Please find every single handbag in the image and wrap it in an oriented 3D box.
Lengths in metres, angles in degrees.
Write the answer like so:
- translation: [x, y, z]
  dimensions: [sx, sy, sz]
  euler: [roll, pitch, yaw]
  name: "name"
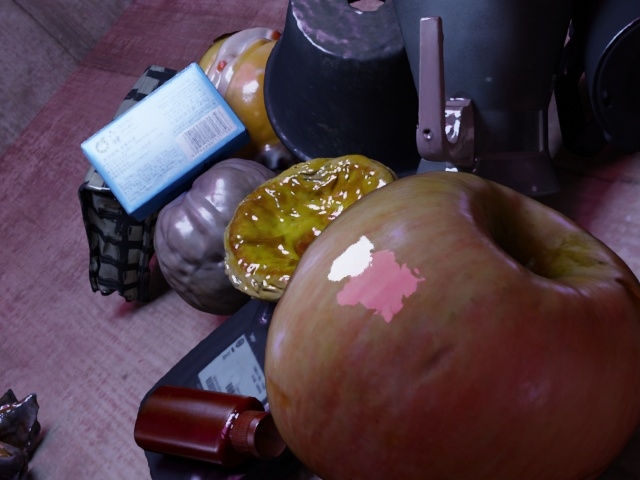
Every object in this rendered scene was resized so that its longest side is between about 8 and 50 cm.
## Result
- translation: [-0.317, -0.091, 2.286]
  dimensions: [0.327, 0.162, 0.325]
  euler: [106, -177, -50]
  name: "handbag"

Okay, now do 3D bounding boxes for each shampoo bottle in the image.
- translation: [-0.146, 0.248, 1.694]
  dimensions: [0.260, 0.064, 0.102]
  euler: [-2, 52, 49]
  name: "shampoo bottle"

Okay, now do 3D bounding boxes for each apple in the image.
- translation: [0.137, 0.123, 1.336]
  dimensions: [0.346, 0.391, 0.391]
  euler: [-60, 24, 22]
  name: "apple"

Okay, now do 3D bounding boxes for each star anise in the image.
- translation: [-0.602, 0.403, 2.229]
  dimensions: [0.332, 0.117, 0.332]
  euler: [-38, 21, 18]
  name: "star anise"

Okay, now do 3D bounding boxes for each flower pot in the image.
- translation: [0.079, -0.286, 1.884]
  dimensions: [0.379, 0.251, 0.379]
  euler: [-3, 67, 6]
  name: "flower pot"

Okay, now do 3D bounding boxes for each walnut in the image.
- translation: [-0.138, -0.002, 2.003]
  dimensions: [0.248, 0.248, 0.248]
  euler: [-33, 32, 23]
  name: "walnut"

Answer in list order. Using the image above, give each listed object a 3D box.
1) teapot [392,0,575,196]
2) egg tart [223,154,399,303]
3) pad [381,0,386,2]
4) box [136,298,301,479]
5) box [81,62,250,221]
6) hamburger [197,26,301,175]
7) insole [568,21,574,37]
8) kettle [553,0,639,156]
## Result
- translation: [0.203, -0.229, 1.625]
  dimensions: [0.253, 0.344, 0.300]
  euler: [1, 8, 31]
  name: "teapot"
- translation: [0.000, 0.000, 1.814]
  dimensions: [0.295, 0.116, 0.295]
  euler: [-15, 40, 13]
  name: "egg tart"
- translation: [0.208, -0.381, 2.073]
  dimensions: [0.235, 0.158, 0.003]
  euler: [10, 84, 65]
  name: "pad"
- translation: [-0.105, 0.229, 1.815]
  dimensions: [0.350, 0.091, 0.359]
  euler: [-43, 31, 7]
  name: "box"
- translation: [-0.246, -0.157, 2.031]
  dimensions: [0.232, 0.142, 0.083]
  euler: [-37, -10, -1]
  name: "box"
- translation: [-0.072, -0.219, 2.171]
  dimensions: [0.237, 0.276, 0.276]
  euler: [18, 67, 48]
  name: "hamburger"
- translation: [0.413, -0.362, 1.962]
  dimensions: [0.045, 0.002, 0.135]
  euler: [-12, 44, 44]
  name: "insole"
- translation: [0.426, -0.249, 1.659]
  dimensions: [0.203, 0.262, 0.308]
  euler: [1, 34, -1]
  name: "kettle"
